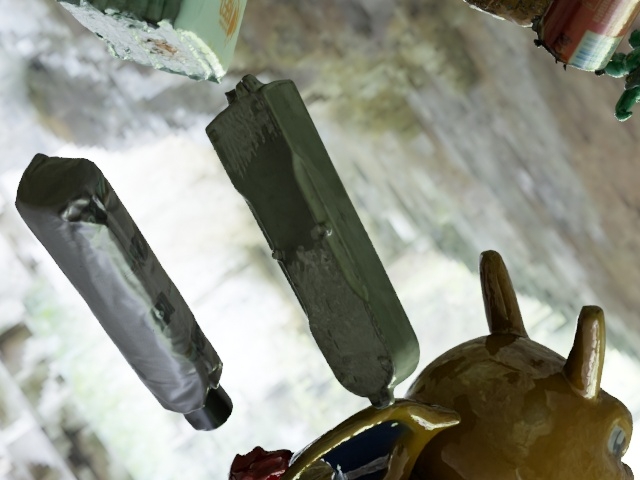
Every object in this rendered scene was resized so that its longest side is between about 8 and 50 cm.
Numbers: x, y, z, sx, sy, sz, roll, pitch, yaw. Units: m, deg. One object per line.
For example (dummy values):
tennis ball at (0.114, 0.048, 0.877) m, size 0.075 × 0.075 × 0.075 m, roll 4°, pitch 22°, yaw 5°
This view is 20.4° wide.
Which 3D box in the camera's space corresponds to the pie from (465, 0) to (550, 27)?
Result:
pie at (0.213, -0.322, 1.686) m, size 0.069 × 0.273 × 0.273 m, roll 21°, pitch 13°, yaw -35°

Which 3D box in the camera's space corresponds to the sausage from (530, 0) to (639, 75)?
sausage at (0.265, -0.258, 1.447) m, size 0.083 × 0.083 × 0.264 m, roll 50°, pitch -49°, yaw 28°

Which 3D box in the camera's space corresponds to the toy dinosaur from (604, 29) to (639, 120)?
toy dinosaur at (0.326, -0.167, 1.726) m, size 0.059 × 0.132 × 0.096 m, roll 42°, pitch -12°, yaw -17°

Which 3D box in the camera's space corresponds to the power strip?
power strip at (-0.002, 0.001, 1.431) m, size 0.080 × 0.048 × 0.286 m, roll -30°, pitch -95°, yaw 44°

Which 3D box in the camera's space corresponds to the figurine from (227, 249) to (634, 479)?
figurine at (0.100, 0.225, 1.588) m, size 0.268 × 0.387 × 0.401 m, roll 47°, pitch -17°, yaw 18°

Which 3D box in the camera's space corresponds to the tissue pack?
tissue pack at (-0.137, -0.388, 1.877) m, size 0.162 × 0.388 × 0.287 m, roll 14°, pitch -4°, yaw 8°

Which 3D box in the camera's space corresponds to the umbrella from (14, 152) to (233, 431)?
umbrella at (-0.148, 0.053, 1.447) m, size 0.073 × 0.067 × 0.337 m, roll 19°, pitch -28°, yaw 34°
